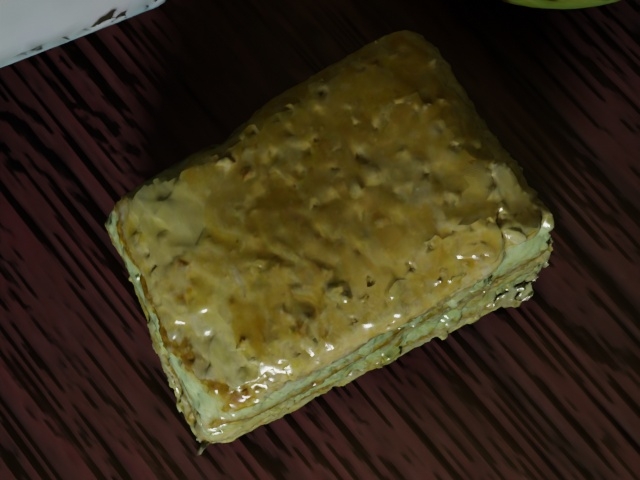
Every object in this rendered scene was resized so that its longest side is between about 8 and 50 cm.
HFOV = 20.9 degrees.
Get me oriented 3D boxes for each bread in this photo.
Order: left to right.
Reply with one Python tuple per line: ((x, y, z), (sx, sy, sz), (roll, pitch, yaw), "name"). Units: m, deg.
((0.000, 0.000, 0.828), (0.196, 0.102, 0.138), (-26, 67, -2), "bread")

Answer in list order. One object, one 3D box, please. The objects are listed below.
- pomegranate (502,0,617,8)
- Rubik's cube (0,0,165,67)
((0.176, -0.196, 0.818), (0.285, 0.285, 0.341), (-35, 102, -7), "pomegranate")
((-0.296, -0.231, 0.629), (0.346, 0.347, 0.344), (-26, 36, -36), "Rubik's cube")
